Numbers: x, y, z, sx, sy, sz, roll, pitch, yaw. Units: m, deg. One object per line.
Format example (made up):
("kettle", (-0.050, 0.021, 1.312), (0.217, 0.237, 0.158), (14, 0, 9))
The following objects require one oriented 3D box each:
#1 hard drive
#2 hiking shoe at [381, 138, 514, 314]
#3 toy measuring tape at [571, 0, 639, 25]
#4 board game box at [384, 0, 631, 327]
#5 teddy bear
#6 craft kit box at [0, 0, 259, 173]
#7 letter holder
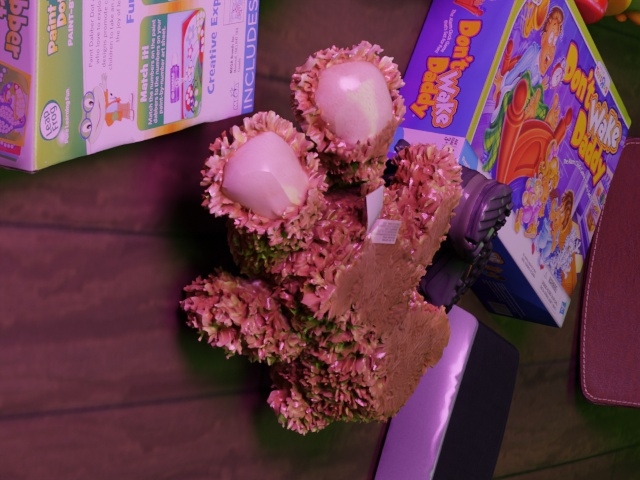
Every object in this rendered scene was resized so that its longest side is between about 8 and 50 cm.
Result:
("hard drive", (0.114, 0.193, 1.749), (0.172, 0.054, 0.254), (36, 69, -60))
("hiking shoe", (0.083, -0.006, 1.576), (0.086, 0.114, 0.227), (-47, 169, -32))
("toy measuring tape", (0.199, -0.287, 1.704), (0.330, 0.121, 0.121), (34, 69, -35))
("board game box", (0.177, -0.095, 1.729), (0.347, 0.078, 0.233), (48, 58, -57))
("teddy bear", (0.000, 0.000, 1.383), (0.245, 0.113, 0.338), (-58, 149, -11))
("craft kit box", (-0.119, -0.184, 1.167), (0.247, 0.061, 0.249), (-23, 120, -61))
("letter holder", (0.393, 0.034, 2.144), (0.152, 0.214, 0.301), (-110, -153, -81))
